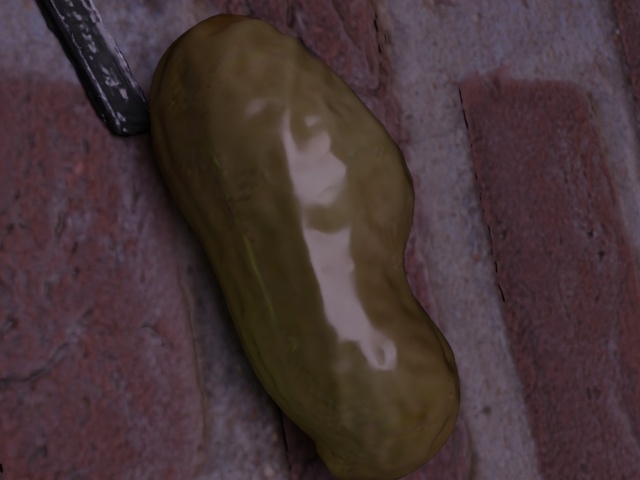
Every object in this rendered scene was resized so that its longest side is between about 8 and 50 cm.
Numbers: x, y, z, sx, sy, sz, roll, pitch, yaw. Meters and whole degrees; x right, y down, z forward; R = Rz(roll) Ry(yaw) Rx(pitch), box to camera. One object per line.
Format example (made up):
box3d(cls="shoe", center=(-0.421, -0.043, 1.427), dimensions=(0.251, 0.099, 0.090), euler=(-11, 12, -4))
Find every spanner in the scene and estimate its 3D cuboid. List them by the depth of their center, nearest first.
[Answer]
box3d(cls="spanner", center=(-0.193, -0.212, 0.728), dimensions=(0.093, 0.026, 0.325), euler=(-32, 97, -32))

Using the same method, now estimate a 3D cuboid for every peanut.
box3d(cls="peanut", center=(0.000, 0.000, 0.723), dimensions=(0.147, 0.147, 0.319), euler=(-25, 89, -31))
